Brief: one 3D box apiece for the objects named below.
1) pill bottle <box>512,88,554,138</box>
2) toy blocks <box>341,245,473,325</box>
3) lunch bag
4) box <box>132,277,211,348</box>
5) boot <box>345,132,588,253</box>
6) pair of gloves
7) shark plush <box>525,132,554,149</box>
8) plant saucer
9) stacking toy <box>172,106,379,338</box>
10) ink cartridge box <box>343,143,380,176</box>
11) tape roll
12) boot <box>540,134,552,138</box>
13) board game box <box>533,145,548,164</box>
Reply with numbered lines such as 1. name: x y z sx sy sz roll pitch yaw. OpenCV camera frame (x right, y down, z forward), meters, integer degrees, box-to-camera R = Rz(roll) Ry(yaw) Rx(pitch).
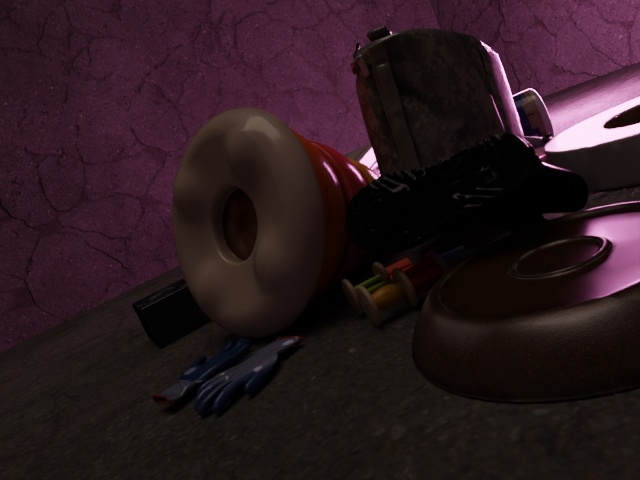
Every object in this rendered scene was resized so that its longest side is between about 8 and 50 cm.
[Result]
1. pill bottle: 0.449 -0.271 1.328 0.264 0.153 0.153 -23 8 16
2. toy blocks: 0.112 0.046 0.652 0.148 0.054 0.123 -26 8 -11
3. lunch bag: 0.183 -0.174 0.816 0.212 0.306 0.256 -18 -5 37
4. box: -0.305 0.144 1.094 0.155 0.093 0.158 -28 10 -25
5. boot: 0.183 -0.037 0.636 0.246 0.094 0.207 -23 -22 36
6. pair of gloves: -0.123 0.170 0.660 0.198 0.023 0.159 -15 11 44
7. shark plush: 0.488 -0.202 1.088 0.161 0.067 0.073 14 68 49
8. plant saucer: 0.220 0.033 0.459 0.310 0.050 0.310 -23 8 3
9. stacking toy: 0.014 -0.037 0.918 0.479 0.351 0.350 -5 -8 -45
10. ink cartridge box: 0.068 -0.124 1.358 0.232 0.168 0.171 -18 22 36
11. tape roll: 0.553 -0.185 0.784 0.391 0.072 0.392 -24 8 3
12. boot: 0.548 -0.225 1.159 0.106 0.037 0.114 -46 15 -32
13. board game box: 0.397 -0.141 1.033 0.146 0.045 0.193 -27 9 -20
